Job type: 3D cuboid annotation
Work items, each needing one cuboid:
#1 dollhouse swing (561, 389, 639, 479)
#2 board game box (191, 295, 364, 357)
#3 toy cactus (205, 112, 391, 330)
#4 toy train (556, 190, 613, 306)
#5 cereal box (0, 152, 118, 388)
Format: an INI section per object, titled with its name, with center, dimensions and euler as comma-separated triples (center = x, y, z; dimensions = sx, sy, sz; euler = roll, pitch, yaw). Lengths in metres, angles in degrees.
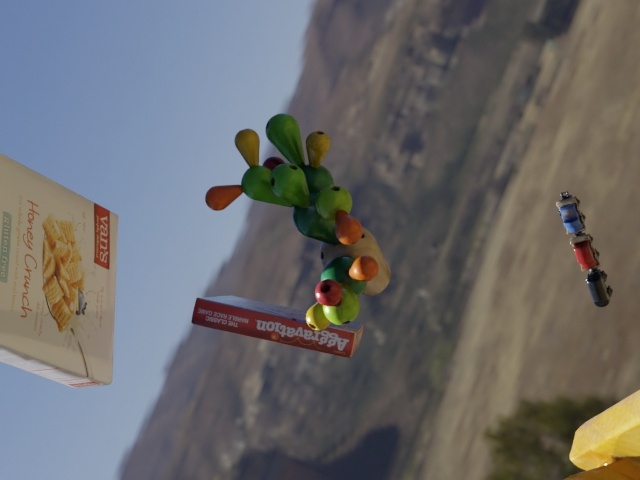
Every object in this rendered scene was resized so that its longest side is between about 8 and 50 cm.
[dollhouse swing]
center = 0.257, 0.185, 0.833
dimensions = 0.305, 0.315, 0.346
euler = 106, -173, -49
[board game box]
center = -0.034, 0.079, 1.676
dimensions = 0.281, 0.145, 0.027
euler = 24, -103, -87
[toy cactus]
center = 0.000, 0.000, 1.464
dimensions = 0.112, 0.219, 0.180
euler = -37, -40, 6
[toy train]
center = 0.311, 0.013, 2.090
dimensions = 0.036, 0.027, 0.158
euler = -67, -42, -56
[cereal box]
center = -0.266, 0.025, 1.591
dimensions = 0.240, 0.047, 0.173
euler = 29, -124, -57
